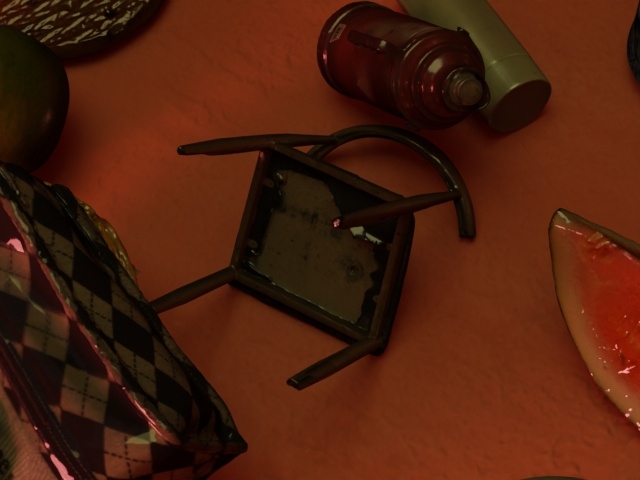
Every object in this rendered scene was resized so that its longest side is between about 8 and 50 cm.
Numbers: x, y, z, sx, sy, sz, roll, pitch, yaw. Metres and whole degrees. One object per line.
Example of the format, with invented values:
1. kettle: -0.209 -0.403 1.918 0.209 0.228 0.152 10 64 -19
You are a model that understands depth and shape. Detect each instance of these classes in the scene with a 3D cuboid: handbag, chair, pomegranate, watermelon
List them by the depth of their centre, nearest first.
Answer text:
1. handbag: -0.313 0.166 1.321 0.416 0.180 0.317 -41 72 8
2. watermelon: 0.301 0.110 1.358 0.303 0.159 0.128 42 104 28
3. chair: 0.000 0.000 1.465 0.188 0.166 0.272 25 24 24
4. pomegranate: -0.326 -0.109 1.571 0.179 0.179 0.211 -4 59 8

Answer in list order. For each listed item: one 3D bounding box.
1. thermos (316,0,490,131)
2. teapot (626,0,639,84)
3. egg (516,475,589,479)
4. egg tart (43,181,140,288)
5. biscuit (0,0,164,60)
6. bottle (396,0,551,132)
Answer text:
1. thermos: 0.079 -0.156 1.501 0.099 0.124 0.232 -60 26 3
2. teapot: 0.360 -0.204 1.519 0.159 0.159 0.232 -25 58 -5
3. egg: 0.172 0.255 1.274 0.192 0.149 0.149 -5 59 6
4. egg tart: -0.282 0.089 1.456 0.294 0.116 0.295 -1 85 8
5. biscuit: -0.256 -0.270 1.736 0.212 0.036 0.212 -5 59 9
6. bottle: 0.140 -0.196 1.598 0.072 0.072 0.201 -28 59 -7
